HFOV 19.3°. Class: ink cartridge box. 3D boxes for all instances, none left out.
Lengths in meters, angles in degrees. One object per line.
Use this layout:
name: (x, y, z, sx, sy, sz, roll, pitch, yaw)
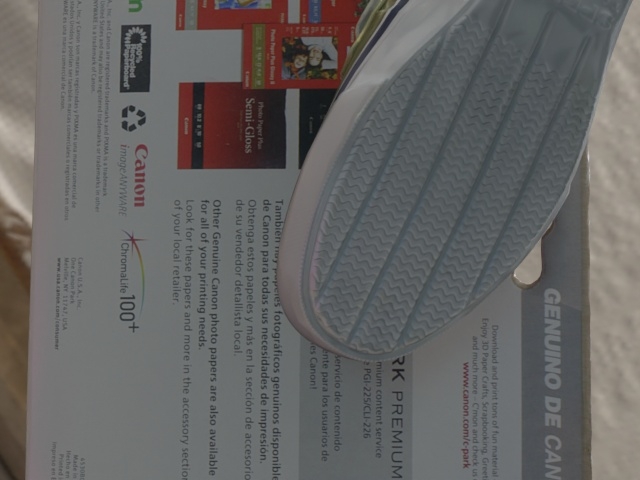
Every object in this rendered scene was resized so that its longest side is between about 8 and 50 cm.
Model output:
ink cartridge box: (0.000, 0.000, 0.950, 0.271, 0.130, 0.310, 0, -97, 7)

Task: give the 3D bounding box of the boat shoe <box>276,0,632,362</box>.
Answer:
boat shoe: (0.068, -0.084, 0.831, 0.109, 0.094, 0.302, 35, -100, -24)
